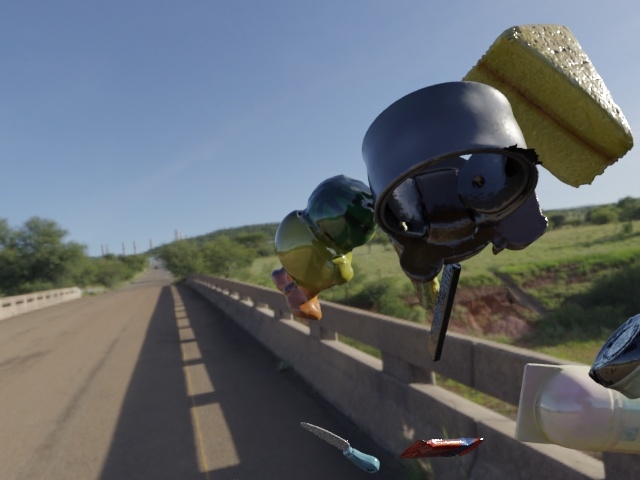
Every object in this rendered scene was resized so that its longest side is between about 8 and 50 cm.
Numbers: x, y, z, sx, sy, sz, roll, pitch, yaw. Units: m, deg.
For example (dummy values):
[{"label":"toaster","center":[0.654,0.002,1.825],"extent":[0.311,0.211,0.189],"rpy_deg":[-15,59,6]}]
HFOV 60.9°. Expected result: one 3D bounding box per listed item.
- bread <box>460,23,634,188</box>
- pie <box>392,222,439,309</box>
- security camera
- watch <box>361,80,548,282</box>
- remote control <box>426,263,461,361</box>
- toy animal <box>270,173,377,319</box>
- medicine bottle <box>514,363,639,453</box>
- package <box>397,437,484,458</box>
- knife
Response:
[{"label":"bread","center":[0.530,-0.292,1.274],"extent":[0.245,0.362,0.233],"rpy_deg":[-19,-18,-33]},{"label":"pie","center":[0.273,0.063,1.596],"extent":[0.067,0.302,0.302],"rpy_deg":[-23,-3,2]},{"label":"security camera","center":[0.764,0.310,1.177],"extent":[0.197,0.277,0.191],"rpy_deg":[-47,-14,-10]},{"label":"watch","center":[0.251,-0.128,0.993],"extent":[0.335,0.314,0.327],"rpy_deg":[-9,-29,2]},{"label":"remote control","center":[0.281,0.161,1.252],"extent":[0.025,0.245,0.063],"rpy_deg":[4,20,-11]},{"label":"toy animal","center":[-0.001,-0.002,1.284],"extent":[0.191,0.338,0.216],"rpy_deg":[31,9,-35]},{"label":"medicine bottle","center":[0.758,0.477,1.556],"extent":[0.406,0.236,0.236],"rpy_deg":[7,-4,-9]},{"label":"package","center":[0.264,0.451,1.179],"extent":[0.200,0.022,0.083],"rpy_deg":[13,-47,-33]},{"label":"knife","center":[0.056,0.534,1.420],"extent":[0.058,0.244,0.032],"rpy_deg":[-39,18,47]}]
